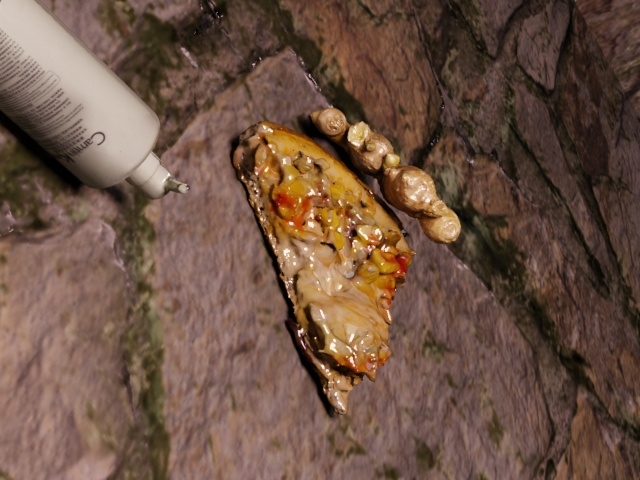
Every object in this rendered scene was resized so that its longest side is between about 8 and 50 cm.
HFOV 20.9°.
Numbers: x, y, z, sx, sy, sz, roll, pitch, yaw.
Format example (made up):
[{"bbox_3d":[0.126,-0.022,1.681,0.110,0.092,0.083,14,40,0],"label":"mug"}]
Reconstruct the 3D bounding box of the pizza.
[{"bbox_3d":[0.000,0.000,1.682,0.251,0.074,0.287,50,27,-24],"label":"pizza"}]

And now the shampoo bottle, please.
[{"bbox_3d":[-0.207,-0.119,1.371,0.262,0.085,0.085,45,32,-36],"label":"shampoo bottle"}]

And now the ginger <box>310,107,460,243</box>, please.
[{"bbox_3d":[0.070,-0.077,1.820,0.193,0.052,0.176,45,5,-5],"label":"ginger"}]
